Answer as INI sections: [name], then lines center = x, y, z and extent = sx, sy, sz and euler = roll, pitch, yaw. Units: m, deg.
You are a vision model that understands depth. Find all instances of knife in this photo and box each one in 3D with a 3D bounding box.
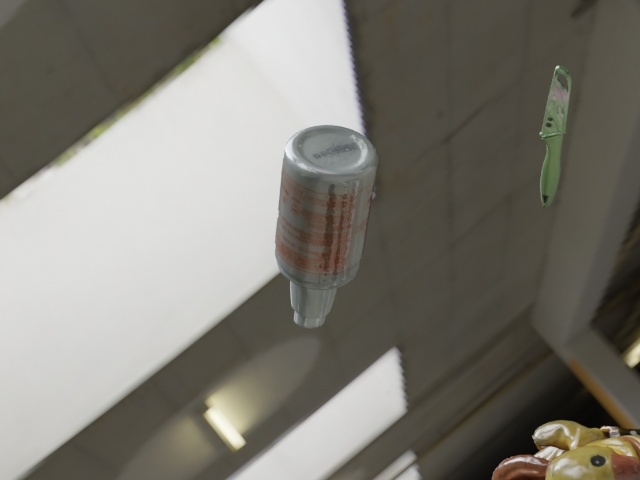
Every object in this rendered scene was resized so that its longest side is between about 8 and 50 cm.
[knife]
center = 0.272, -0.119, 1.755
extent = 0.014, 0.030, 0.207
euler = -65, -17, -46

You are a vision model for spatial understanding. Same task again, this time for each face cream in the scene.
[face cream]
center = 0.000, 0.000, 1.646
extent = 0.101, 0.101, 0.251
euler = -29, -39, -36

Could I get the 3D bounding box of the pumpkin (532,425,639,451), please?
[pumpkin]
center = 0.346, 0.280, 1.361
extent = 0.258, 0.290, 0.095
euler = -17, -15, 4

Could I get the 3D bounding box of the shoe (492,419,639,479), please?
[shoe]
center = 0.145, 0.141, 0.844
extent = 0.069, 0.072, 0.109
euler = -7, 14, -16
